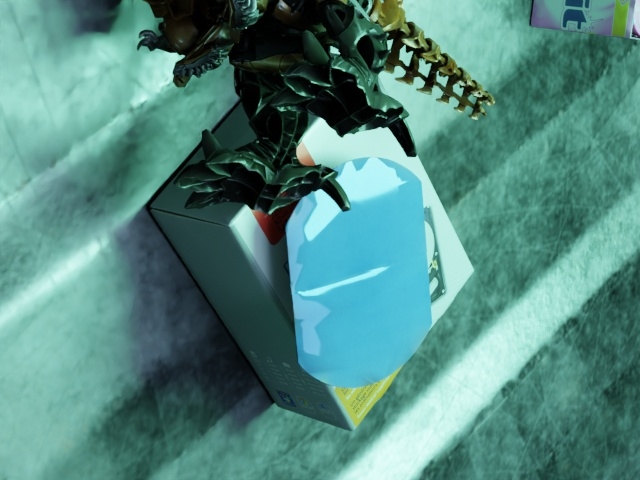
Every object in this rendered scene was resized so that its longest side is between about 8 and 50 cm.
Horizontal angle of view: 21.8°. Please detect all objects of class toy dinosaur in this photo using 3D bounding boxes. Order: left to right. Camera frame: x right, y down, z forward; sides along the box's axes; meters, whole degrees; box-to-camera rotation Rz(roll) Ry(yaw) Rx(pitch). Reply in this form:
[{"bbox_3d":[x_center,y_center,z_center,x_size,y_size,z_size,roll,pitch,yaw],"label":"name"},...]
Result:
[{"bbox_3d":[-0.014,-0.148,1.127,0.321,0.164,0.218,5,55,-12],"label":"toy dinosaur"}]

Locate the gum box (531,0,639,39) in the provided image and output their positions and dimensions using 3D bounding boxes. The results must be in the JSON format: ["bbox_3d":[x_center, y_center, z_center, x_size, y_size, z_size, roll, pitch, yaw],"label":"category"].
[{"bbox_3d":[0.256,-0.274,1.458,0.062,0.107,0.188,-4,103,-46],"label":"gum box"}]

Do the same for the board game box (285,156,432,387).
[{"bbox_3d":[0.020,0.022,1.213,0.133,0.033,0.169,-17,108,-38],"label":"board game box"}]

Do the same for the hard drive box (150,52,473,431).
[{"bbox_3d":[0.000,0.000,1.275,0.181,0.089,0.232,-52,132,-25],"label":"hard drive box"}]
